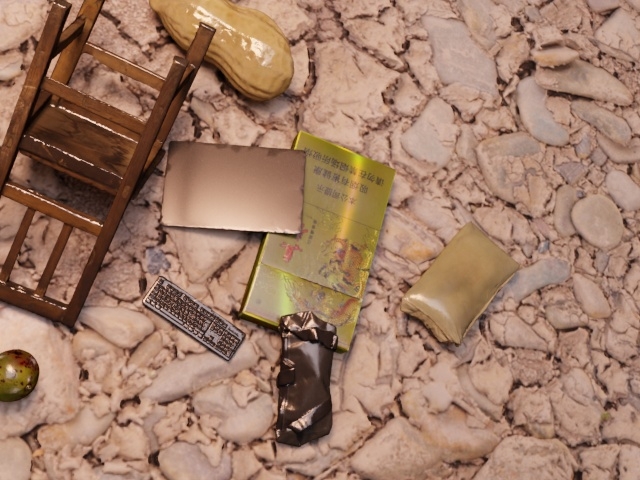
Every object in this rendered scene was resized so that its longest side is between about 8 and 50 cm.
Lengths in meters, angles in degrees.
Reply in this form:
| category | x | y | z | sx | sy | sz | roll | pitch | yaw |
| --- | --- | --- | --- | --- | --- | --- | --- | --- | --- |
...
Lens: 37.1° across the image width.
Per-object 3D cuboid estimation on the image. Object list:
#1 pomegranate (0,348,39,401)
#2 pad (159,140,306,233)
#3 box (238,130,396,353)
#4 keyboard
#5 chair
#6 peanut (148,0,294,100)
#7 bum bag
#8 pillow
| category | x | y | z | sx | sy | sz | roll | pitch | yaw |
| --- | --- | --- | --- | --- | --- | --- | --- | --- | --- |
| pomegranate | -0.410 | 0.171 | 1.262 | 0.073 | 0.073 | 0.085 | -10 | 53 | -21 |
| pad | -0.130 | -0.081 | 1.438 | 0.211 | 0.003 | 0.143 | 4 | 70 | -3 |
| box | 0.000 | 0.000 | 1.464 | 0.173 | 0.043 | 0.311 | 21 | 69 | -12 |
| keyboard | -0.183 | 0.113 | 1.385 | 0.155 | 0.010 | 0.053 | 34 | 65 | -6 |
| chair | -0.326 | -0.128 | 1.331 | 0.203 | 0.416 | 0.241 | 24 | 23 | -11 |
| peanut | -0.146 | -0.321 | 1.479 | 0.256 | 0.123 | 0.123 | 39 | 65 | 0 |
| bum bag | -0.020 | 0.201 | 1.375 | 0.087 | 0.049 | 0.198 | 3 | 89 | -14 |
| pillow | 0.222 | 0.069 | 1.514 | 0.119 | 0.053 | 0.208 | 44 | 62 | -4 |
